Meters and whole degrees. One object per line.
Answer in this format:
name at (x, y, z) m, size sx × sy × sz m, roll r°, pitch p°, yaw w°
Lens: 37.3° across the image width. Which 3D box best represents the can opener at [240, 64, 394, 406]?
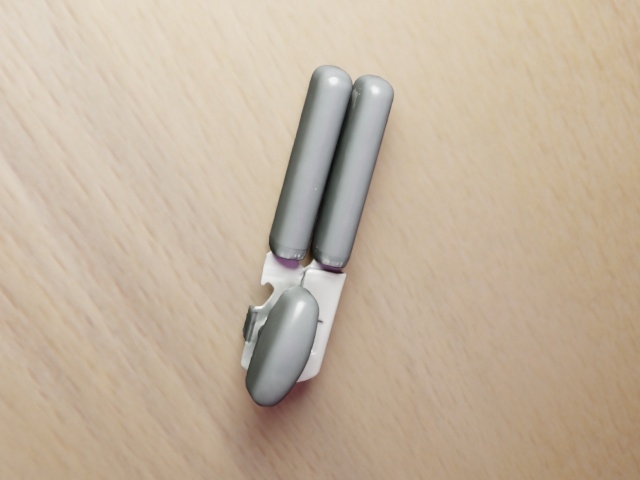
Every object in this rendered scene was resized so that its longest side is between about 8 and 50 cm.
can opener at (0.000, 0.000, 0.779) m, size 0.074 × 0.093 × 0.280 m, roll 10°, pitch 102°, yaw -21°
